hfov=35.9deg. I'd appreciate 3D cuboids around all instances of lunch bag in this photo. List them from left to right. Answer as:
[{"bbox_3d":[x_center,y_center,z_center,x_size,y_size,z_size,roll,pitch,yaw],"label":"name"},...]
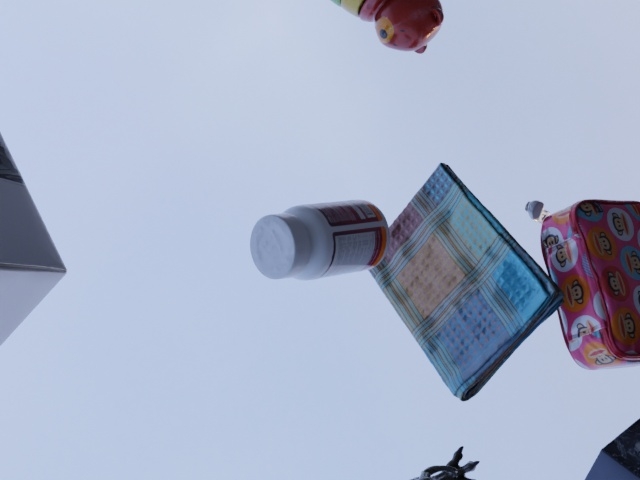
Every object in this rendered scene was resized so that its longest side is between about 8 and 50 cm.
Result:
[{"bbox_3d":[0.526,0.076,1.728,0.258,0.120,0.293,0,-109,-35],"label":"lunch bag"}]

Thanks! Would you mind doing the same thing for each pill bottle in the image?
[{"bbox_3d":[0.000,0.000,1.582,0.221,0.121,0.121,-7,-109,-47],"label":"pill bottle"}]

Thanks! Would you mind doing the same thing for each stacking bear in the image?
[{"bbox_3d":[0.083,-0.432,1.632,0.289,0.175,0.164,48,-125,8],"label":"stacking bear"}]

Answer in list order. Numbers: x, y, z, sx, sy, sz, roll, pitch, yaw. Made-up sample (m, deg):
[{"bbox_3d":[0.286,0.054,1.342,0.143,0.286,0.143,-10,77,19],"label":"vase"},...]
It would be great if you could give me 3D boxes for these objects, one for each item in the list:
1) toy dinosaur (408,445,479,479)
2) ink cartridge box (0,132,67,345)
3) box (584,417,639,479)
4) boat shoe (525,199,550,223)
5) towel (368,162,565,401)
[{"bbox_3d":[0.061,0.220,0.783,0.118,0.268,0.064,-9,-109,-46],"label":"toy dinosaur"},{"bbox_3d":[-0.554,-0.026,1.356,0.166,0.285,0.395,8,-136,-54],"label":"ink cartridge box"},{"bbox_3d":[0.526,0.379,1.562,0.156,0.093,0.158,36,-145,30],"label":"box"},{"bbox_3d":[0.386,-0.055,1.785,0.035,0.035,0.100,30,-175,28],"label":"boat shoe"},{"bbox_3d":[0.238,0.068,1.779,0.040,0.271,0.370,14,-149,-45],"label":"towel"}]
